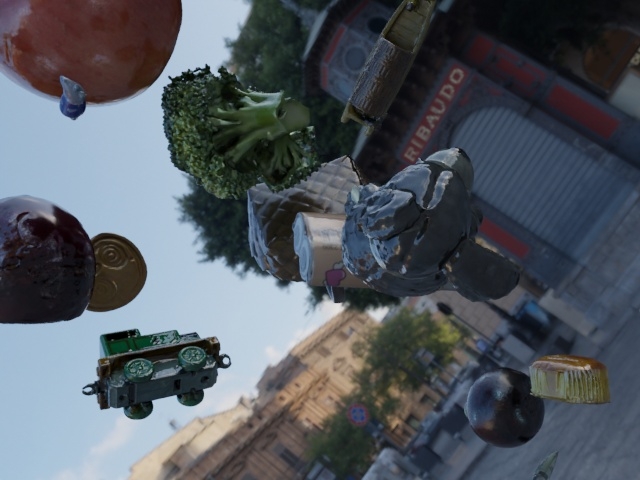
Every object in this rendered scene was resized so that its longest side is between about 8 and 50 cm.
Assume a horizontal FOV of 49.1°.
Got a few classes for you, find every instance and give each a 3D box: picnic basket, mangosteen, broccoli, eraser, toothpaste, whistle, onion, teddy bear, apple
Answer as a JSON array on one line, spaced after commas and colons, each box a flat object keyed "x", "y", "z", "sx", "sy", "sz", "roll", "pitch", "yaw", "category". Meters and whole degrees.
[{"x": 0.000, "y": 0.000, "z": 1.692, "sx": 0.337, "sy": 0.293, "sz": 0.337, "roll": -11, "pitch": -43, "yaw": -11, "category": "picnic basket"}, {"x": 0.479, "y": 0.448, "z": 1.869, "sx": 0.216, "sy": 0.216, "sz": 0.216, "roll": -49, "pitch": -15, "yaw": -18, "category": "mangosteen"}, {"x": -0.154, "y": -0.199, "z": 1.435, "sx": 0.375, "sy": 0.302, "sz": 0.249, "roll": 27, "pitch": -84, "yaw": -36, "category": "broccoli"}, {"x": 0.104, "y": 0.017, "z": 1.285, "sx": 0.171, "sy": 0.290, "sz": 0.087, "roll": -106, "pitch": 24, "yaw": -49, "category": "eraser"}, {"x": 0.587, "y": 0.596, "z": 1.826, "sx": 0.062, "sy": 0.039, "sz": 0.239, "roll": -51, "pitch": -20, "yaw": 15, "category": "toothpaste"}, {"x": -0.275, "y": -0.155, "z": 0.774, "sx": 0.029, "sy": 0.033, "sz": 0.083, "roll": -49, "pitch": 5, "yaw": -25, "category": "whistle"}, {"x": -0.644, "y": 0.031, "z": 1.500, "sx": 0.282, "sy": 0.337, "sz": 0.260, "roll": -7, "pitch": -75, "yaw": -42, "category": "onion"}, {"x": 0.118, "y": -0.011, "z": 0.720, "sx": 0.144, "sy": 0.171, "sz": 0.251, "roll": -58, "pitch": 6, "yaw": -10, "category": "teddy bear"}, {"x": -0.430, "y": -0.417, "z": 1.282, "sx": 0.364, "sy": 0.364, "sz": 0.364, "roll": -49, "pitch": -15, "yaw": -18, "category": "apple"}]

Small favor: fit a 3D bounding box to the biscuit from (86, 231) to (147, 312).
[{"x": -0.573, "y": 0.063, "z": 1.723, "sx": 0.202, "sy": 0.289, "sz": 0.044, "roll": -70, "pitch": 15, "yaw": -12, "category": "biscuit"}]

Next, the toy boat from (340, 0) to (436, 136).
[{"x": 0.103, "y": -0.263, "z": 1.043, "sx": 0.226, "sy": 0.068, "sz": 0.088, "roll": -61, "pitch": 0, "yaw": 22, "category": "toy boat"}]

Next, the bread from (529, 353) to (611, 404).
[{"x": 0.593, "y": 0.330, "z": 1.675, "sx": 0.132, "sy": 0.114, "sz": 0.190, "roll": 1, "pitch": -7, "yaw": -34, "category": "bread"}]

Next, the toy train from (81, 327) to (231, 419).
[{"x": -0.252, "y": 0.190, "z": 1.070, "sx": 0.228, "sy": 0.136, "sz": 0.091, "roll": -10, "pitch": -54, "yaw": -28, "category": "toy train"}]
